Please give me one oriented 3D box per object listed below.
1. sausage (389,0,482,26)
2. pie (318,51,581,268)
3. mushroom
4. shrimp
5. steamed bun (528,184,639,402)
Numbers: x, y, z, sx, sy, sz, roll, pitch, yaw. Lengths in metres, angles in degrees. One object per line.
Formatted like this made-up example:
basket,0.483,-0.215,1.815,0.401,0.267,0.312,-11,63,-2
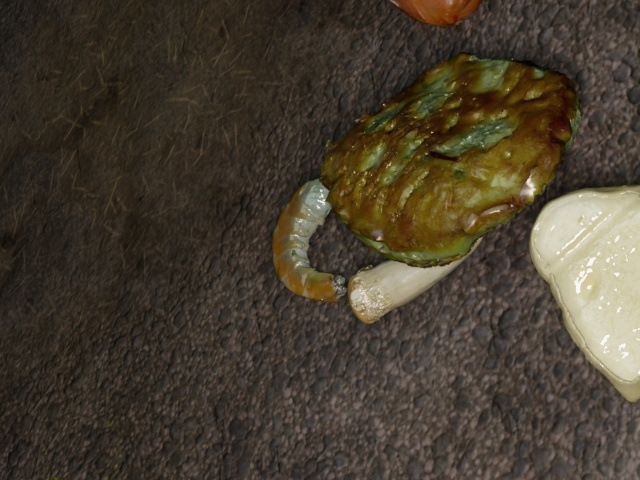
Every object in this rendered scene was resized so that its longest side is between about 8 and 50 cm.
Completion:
sausage,0.139,-0.404,1.907,0.153,0.141,0.268,-31,52,29
pie,0.157,-0.098,1.710,0.355,0.103,0.288,17,65,51
mushroom,0.124,0.025,1.760,0.209,0.071,0.084,-35,5,18
shrimp,0.000,0.000,1.902,0.161,0.049,0.166,-57,45,9
steamed bun,0.334,0.025,1.524,0.212,0.110,0.231,41,97,23
